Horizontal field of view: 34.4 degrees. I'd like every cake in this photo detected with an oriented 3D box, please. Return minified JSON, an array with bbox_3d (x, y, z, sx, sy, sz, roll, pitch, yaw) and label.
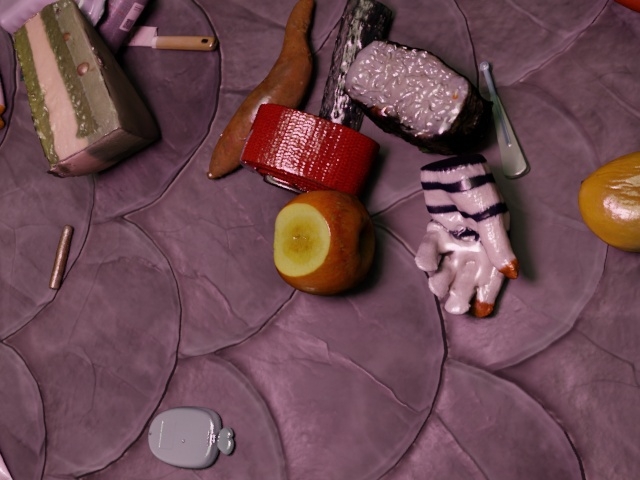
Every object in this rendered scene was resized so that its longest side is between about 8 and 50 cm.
[{"bbox_3d":[-0.399,-0.250,1.759,0.158,0.172,0.283,-27,70,14],"label":"cake"}]

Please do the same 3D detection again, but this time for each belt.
[{"bbox_3d":[-0.022,-0.124,1.575,0.201,0.128,0.124,20,85,8],"label":"belt"}]

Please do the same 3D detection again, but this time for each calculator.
[{"bbox_3d":[-0.202,0.305,1.602,0.153,0.021,0.095,-1,75,28],"label":"calculator"}]

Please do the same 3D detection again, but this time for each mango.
[{"bbox_3d":[0.464,-0.059,1.369,0.237,0.091,0.137,-11,76,16],"label":"mango"}]

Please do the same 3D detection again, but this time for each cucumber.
[{"bbox_3d":[0.046,-0.277,1.634,0.078,0.062,0.211,13,81,26],"label":"cucumber"}]

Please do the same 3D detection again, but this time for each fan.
[{"bbox_3d":[0.266,-0.181,1.533,0.038,0.016,0.193,-21,68,20],"label":"fan"}]

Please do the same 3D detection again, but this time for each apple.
[{"bbox_3d":[0.000,0.006,1.516,0.147,0.163,0.146,2,79,20],"label":"apple"}]

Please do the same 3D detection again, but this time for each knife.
[{"bbox_3d":[-0.304,-0.363,1.846,0.298,0.017,0.047,7,77,30],"label":"knife"}]

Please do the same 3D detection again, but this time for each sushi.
[{"bbox_3d":[0.147,-0.208,1.533,0.225,0.127,0.124,31,90,36],"label":"sushi"}]

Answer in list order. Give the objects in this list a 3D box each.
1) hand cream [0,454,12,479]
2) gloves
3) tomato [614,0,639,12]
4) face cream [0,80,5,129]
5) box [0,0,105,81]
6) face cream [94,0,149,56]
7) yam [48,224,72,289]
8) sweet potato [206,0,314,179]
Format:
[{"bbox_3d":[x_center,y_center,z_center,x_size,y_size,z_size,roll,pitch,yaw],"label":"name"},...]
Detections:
[{"bbox_3d":[-0.616,0.333,1.759,0.133,0.083,0.248,-31,75,16],"label":"hand cream"},{"bbox_3d":[0.209,-0.004,1.462,0.140,0.131,0.218,-11,102,20],"label":"gloves"},{"bbox_3d":[0.476,-0.463,1.353,0.321,0.321,0.321,-7,73,23],"label":"tomato"},{"bbox_3d":[-0.638,-0.291,1.955,0.072,0.051,0.182,-23,68,13],"label":"face cream"},{"bbox_3d":[-0.487,-0.488,1.851,0.264,0.106,0.336,-22,57,40],"label":"box"},{"bbox_3d":[-0.404,-0.333,1.827,0.073,0.073,0.283,45,108,28],"label":"face cream"},{"bbox_3d":[-0.451,0.029,1.795,0.021,0.021,0.116,6,78,26],"label":"yam"},{"bbox_3d":[-0.077,-0.244,1.674,0.108,0.079,0.346,24,83,40],"label":"sweet potato"}]
